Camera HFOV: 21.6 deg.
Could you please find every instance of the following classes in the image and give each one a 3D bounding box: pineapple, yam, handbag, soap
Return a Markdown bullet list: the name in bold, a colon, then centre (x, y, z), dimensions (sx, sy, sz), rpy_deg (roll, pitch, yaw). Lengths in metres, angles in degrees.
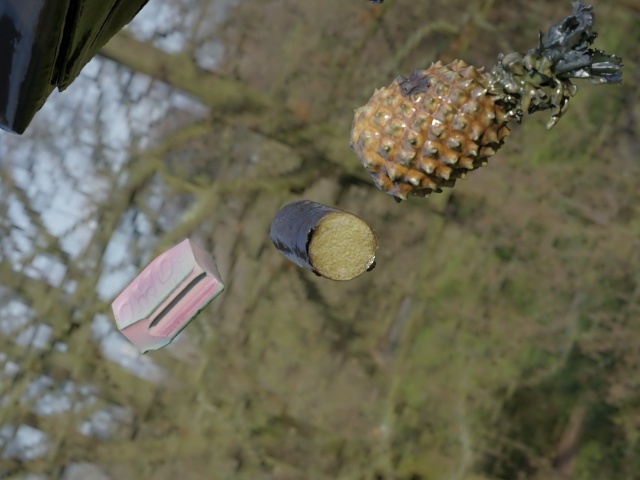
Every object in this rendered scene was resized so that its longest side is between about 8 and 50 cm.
- **pineapple**: centre (0.213, -0.186, 2.180), dimensions (0.361, 0.175, 0.175), rpy_deg (-31, 18, 21)
- **yam**: centre (0.003, -0.002, 1.799), dimensions (0.084, 0.084, 0.127), rpy_deg (-67, 23, 3)
- **handbag**: centre (-0.182, -0.224, 1.276), dimensions (0.223, 0.080, 0.247), rpy_deg (-55, -4, -39)
- **soap**: centre (-0.193, 0.070, 2.068), dimensions (0.149, 0.056, 0.100), rpy_deg (-44, 30, 13)

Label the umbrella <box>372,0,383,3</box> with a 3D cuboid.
- **umbrella**: centre (0.060, -0.308, 1.998), dimensions (0.050, 0.046, 0.188), rpy_deg (-47, 7, 5)
